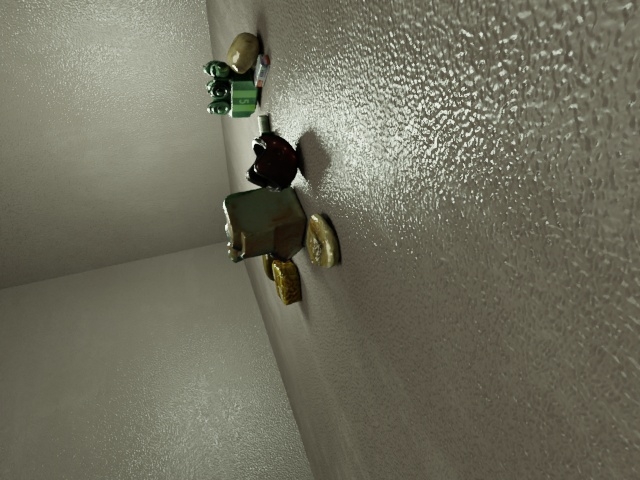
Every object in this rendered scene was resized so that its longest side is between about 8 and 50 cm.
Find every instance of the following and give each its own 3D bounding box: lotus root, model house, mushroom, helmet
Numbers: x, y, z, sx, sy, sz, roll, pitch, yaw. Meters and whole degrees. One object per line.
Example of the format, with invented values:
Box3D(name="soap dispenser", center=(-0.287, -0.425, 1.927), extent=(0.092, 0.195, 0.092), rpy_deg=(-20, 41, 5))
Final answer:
Box3D(name="lotus root", center=(-0.233, 0.100, 2.155), extent=(0.123, 0.124, 0.241), rpy_deg=(-130, 31, -61))
Box3D(name="model house", center=(-0.234, -0.036, 1.729), extent=(0.280, 0.312, 0.245), rpy_deg=(103, 147, -52))
Box3D(name="mushroom", center=(-0.310, -0.772, 1.742), extent=(0.166, 0.127, 0.166), rpy_deg=(-23, 58, 43))
Box3D(name="helmet", center=(-0.177, -0.283, 1.548), extent=(0.215, 0.193, 0.189), rpy_deg=(67, 161, -5))

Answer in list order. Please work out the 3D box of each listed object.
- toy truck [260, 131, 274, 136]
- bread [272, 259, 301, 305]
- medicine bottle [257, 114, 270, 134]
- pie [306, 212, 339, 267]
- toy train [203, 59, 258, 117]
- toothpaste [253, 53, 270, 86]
Box3D(name="toy truck", center=(-0.234, -0.406, 1.878), extent=(0.147, 0.065, 0.079), rpy_deg=(111, 145, -62))
Box3D(name="bread", center=(-0.166, 0.203, 2.052), extent=(0.181, 0.096, 0.222), rpy_deg=(-137, 36, -60))
Box3D(name="medicine bottle", center=(-0.254, -0.518, 1.891), extent=(0.047, 0.047, 0.083), rpy_deg=(-133, 34, -60))
Box3D(name="pie", center=(0.003, -0.001, 1.416), extent=(0.218, 0.052, 0.185), rpy_deg=(-179, 82, -71))
Box3D(name="toy train", center=(-0.406, -0.693, 1.924), extent=(0.299, 0.238, 0.166), rpy_deg=(123, 139, -66))
Box3D(name="toothpaste", center=(-0.244, -0.697, 1.735), extent=(0.196, 0.040, 0.047), rpy_deg=(158, 103, -73))
